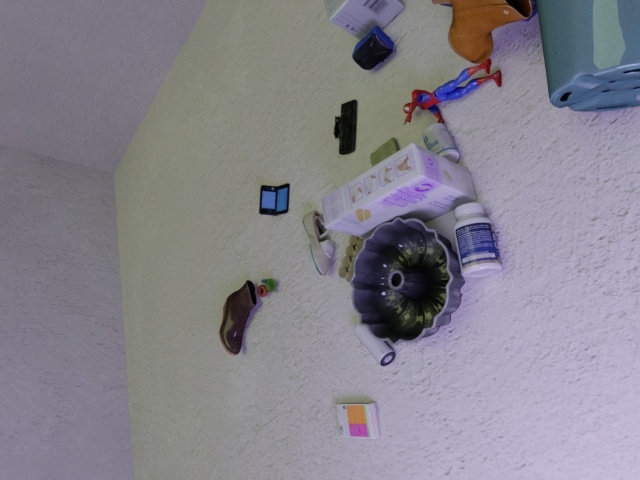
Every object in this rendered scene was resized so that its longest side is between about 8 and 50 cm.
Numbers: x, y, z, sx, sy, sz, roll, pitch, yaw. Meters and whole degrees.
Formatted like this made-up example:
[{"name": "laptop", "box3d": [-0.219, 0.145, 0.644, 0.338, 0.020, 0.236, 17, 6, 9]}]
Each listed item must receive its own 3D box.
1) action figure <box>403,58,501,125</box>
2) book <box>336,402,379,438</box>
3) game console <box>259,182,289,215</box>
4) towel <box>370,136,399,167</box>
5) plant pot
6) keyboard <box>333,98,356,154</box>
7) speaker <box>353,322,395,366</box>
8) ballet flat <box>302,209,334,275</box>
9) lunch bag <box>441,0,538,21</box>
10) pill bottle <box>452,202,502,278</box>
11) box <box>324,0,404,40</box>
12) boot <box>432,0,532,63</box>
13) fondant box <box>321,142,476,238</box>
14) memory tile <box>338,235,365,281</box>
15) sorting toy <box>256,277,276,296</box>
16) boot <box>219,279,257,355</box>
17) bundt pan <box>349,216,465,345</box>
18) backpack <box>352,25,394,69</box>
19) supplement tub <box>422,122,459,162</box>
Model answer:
[{"name": "action figure", "box3d": [0.332, -0.369, 1.258, 0.281, 0.092, 0.138, -7, 63, 48]}, {"name": "book", "box3d": [0.105, 0.520, 1.345, 0.144, 0.035, 0.096, -21, 68, 45]}, {"name": "game console", "box3d": [-0.182, -0.164, 1.825, 0.071, 0.108, 0.122, 138, 136, -72]}, {"name": "towel", "box3d": [0.205, -0.233, 1.425, 0.110, 0.027, 0.148, -39, 53, 37]}, {"name": "plant pot", "box3d": [0.557, -0.437, 0.861, 0.341, 0.341, 0.333, -3, 85, 49]}, {"name": "keyboard", "box3d": [0.077, -0.388, 1.606, 0.100, 0.038, 0.191, -10, 72, 48]}, {"name": "speaker", "box3d": [0.152, 0.292, 1.330, 0.136, 0.055, 0.055, 46, 115, 45]}, {"name": "ballet flat", "box3d": [0.000, 0.000, 1.570, 0.086, 0.086, 0.248, -44, 50, 34]}, {"name": "lunch bag", "box3d": [0.442, -0.752, 1.116, 0.328, 0.239, 0.385, 43, 129, 44]}, {"name": "pill bottle", "box3d": [0.372, -0.001, 1.121, 0.094, 0.094, 0.169, -25, 63, 43]}, {"name": "box", "box3d": [0.139, -0.777, 1.522, 0.182, 0.181, 0.118, -33, 56, 40]}, {"name": "boot", "box3d": [0.391, -0.506, 1.074, 0.211, 0.295, 0.104, 32, 90, 49]}, {"name": "fondant box", "box3d": [0.198, -0.110, 1.237, 0.330, 0.239, 0.096, -29, 59, 42]}, {"name": "memory tile", "box3d": [0.113, 0.063, 1.468, 0.113, 0.012, 0.147, 26, 100, 49]}, {"name": "sorting toy", "box3d": [-0.200, 0.176, 1.786, 0.102, 0.042, 0.061, -31, 73, 27]}, {"name": "boot", "box3d": [-0.320, 0.304, 1.845, 0.207, 0.090, 0.248, -43, 47, 36]}, {"name": "bundt pan", "box3d": [0.237, 0.109, 1.226, 0.331, 0.124, 0.330, -16, 68, 47]}, {"name": "backpack", "box3d": [0.169, -0.621, 1.518, 0.120, 0.098, 0.101, -35, 26, 39]}, {"name": "supplement tub", "box3d": [0.324, -0.255, 1.260, 0.071, 0.071, 0.107, -39, 53, 36]}]
